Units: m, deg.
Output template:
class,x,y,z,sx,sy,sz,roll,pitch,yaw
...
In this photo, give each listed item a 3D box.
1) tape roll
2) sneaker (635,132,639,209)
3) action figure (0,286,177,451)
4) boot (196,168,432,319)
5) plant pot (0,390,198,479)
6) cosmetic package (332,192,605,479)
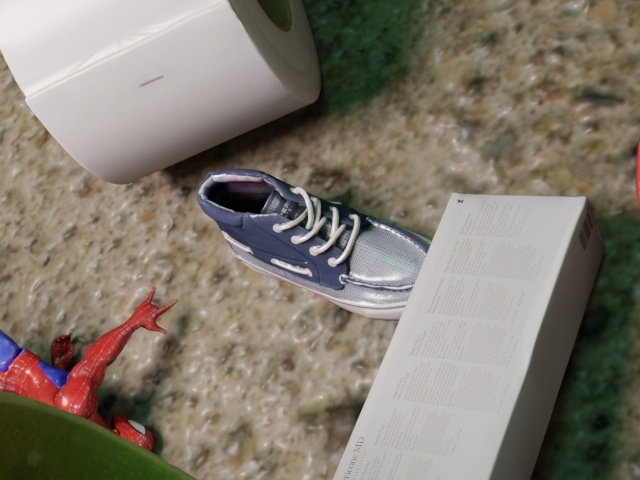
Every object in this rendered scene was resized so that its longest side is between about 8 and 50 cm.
class,x,y,z,sx,sy,sz,roll,pitch,yaw
tape roll,-0.125,-0.185,1.014,0.169,0.246,0.246,-23,53,14
sneaker,0.290,-0.092,0.821,0.128,0.087,0.221,11,68,47
action figure,-0.226,0.064,0.990,0.280,0.091,0.139,33,46,8
boot,0.000,0.000,0.932,0.190,0.086,0.069,11,67,33
plant pot,-0.140,0.255,0.665,0.276,0.276,0.254,35,92,39
cosmetic package,0.096,0.078,0.824,0.098,0.060,0.239,5,53,31
